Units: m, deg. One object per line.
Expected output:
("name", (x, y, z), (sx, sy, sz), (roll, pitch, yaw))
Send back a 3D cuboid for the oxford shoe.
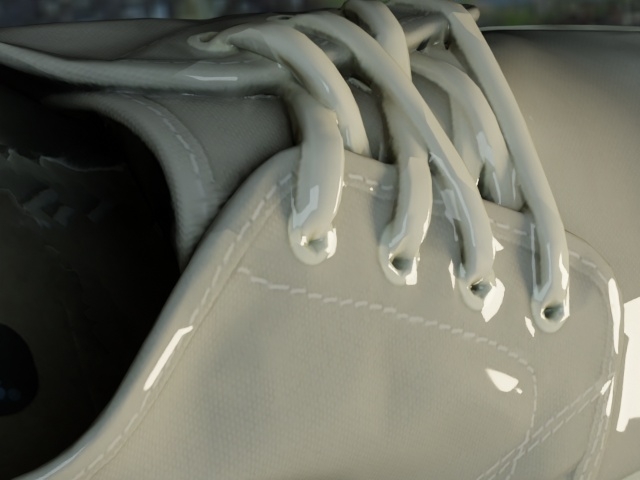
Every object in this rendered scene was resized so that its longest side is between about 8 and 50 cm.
("oxford shoe", (0.000, 0.000, 0.482), (0.449, 0.130, 0.169), (-9, 58, -35))
